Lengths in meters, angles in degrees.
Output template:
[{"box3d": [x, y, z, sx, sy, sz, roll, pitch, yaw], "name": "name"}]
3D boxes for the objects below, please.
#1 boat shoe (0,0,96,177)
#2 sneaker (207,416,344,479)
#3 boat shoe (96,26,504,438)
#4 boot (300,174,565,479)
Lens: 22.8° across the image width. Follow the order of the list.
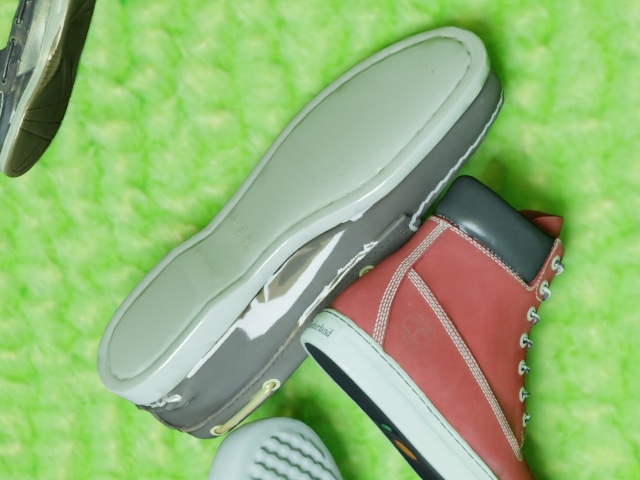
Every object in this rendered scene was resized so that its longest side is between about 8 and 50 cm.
[{"box3d": [-0.198, -0.119, 1.090, 0.049, 0.056, 0.152, 24, 96, 17], "name": "boat shoe"}, {"box3d": [-0.065, 0.296, 1.047, 0.150, 0.135, 0.365, 0, 90, 40], "name": "sneaker"}, {"box3d": [0.000, 0.000, 1.024, 0.324, 0.116, 0.097, -45, 126, 6], "name": "boat shoe"}, {"box3d": [0.122, 0.082, 1.004, 0.176, 0.088, 0.244, -45, 118, -12], "name": "boot"}]
